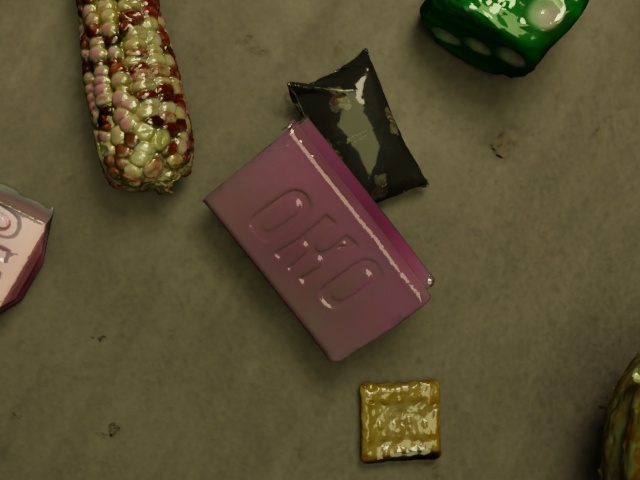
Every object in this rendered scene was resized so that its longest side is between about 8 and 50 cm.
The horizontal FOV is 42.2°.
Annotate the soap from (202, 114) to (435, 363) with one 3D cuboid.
[{"bbox_3d":[0.000,0.000,0.772,0.122,0.065,0.203,-37,94,19],"label":"soap"}]

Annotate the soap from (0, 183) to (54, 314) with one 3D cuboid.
[{"bbox_3d":[-0.314,0.018,0.760,0.100,0.056,0.149,31,88,-9],"label":"soap"}]

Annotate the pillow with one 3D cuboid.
[{"bbox_3d":[0.035,-0.100,0.800,0.090,0.048,0.150,-25,98,7],"label":"pillow"}]

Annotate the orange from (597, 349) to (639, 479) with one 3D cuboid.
[{"bbox_3d":[0.403,0.174,0.712,0.329,0.329,0.249,-28,86,-5],"label":"orange"}]

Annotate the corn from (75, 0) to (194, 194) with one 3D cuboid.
[{"bbox_3d":[-0.176,-0.178,0.758,0.092,0.092,0.281,-9,89,-6],"label":"corn"}]

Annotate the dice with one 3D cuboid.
[{"bbox_3d":[0.174,-0.235,0.771,0.120,0.128,0.131,31,89,-5],"label":"dice"}]

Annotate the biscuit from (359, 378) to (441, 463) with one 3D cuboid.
[{"bbox_3d":[0.080,0.180,0.827,0.083,0.018,0.082,-3,92,-7],"label":"biscuit"}]
